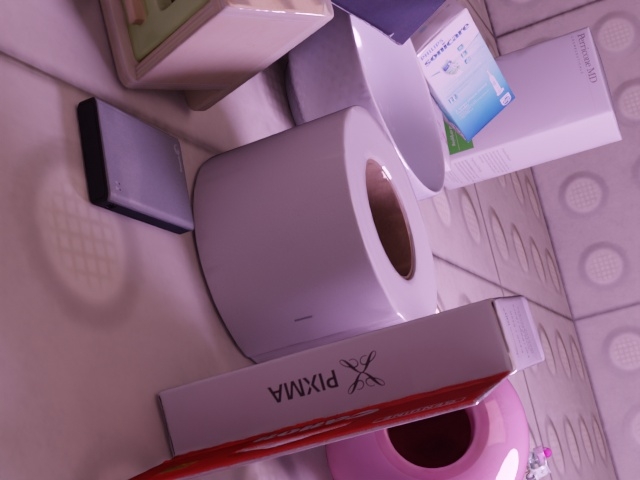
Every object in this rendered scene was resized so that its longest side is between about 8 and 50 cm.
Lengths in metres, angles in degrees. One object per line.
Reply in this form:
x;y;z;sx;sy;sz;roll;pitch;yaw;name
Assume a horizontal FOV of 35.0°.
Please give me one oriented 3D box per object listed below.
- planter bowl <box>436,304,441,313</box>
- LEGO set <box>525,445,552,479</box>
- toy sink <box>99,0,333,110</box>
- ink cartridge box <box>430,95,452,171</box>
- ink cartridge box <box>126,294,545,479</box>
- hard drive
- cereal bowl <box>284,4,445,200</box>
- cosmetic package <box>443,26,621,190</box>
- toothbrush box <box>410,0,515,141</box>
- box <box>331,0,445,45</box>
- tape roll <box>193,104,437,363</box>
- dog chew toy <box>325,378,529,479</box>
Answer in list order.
0.104;0.130;1.318;0.162;0.109;0.162;52;28;-43;planter bowl
0.491;0.536;2.007;0.287;0.107;0.132;59;24;-32;LEGO set
-0.123;-0.229;0.946;0.131;0.234;0.152;-6;79;-40;toy sink
0.164;-0.172;1.755;0.090;0.092;0.143;42;36;-55;ink cartridge box
0.006;0.114;0.790;0.261;0.296;0.066;2;71;-69;ink cartridge box
-0.161;-0.063;0.901;0.135;0.022;0.094;24;51;-65;hard drive
0.047;-0.200;1.396;0.339;0.141;0.338;-17;90;-71;cereal bowl
0.386;-0.254;2.007;0.155;0.366;0.196;33;43;-61;cosmetic package
0.196;-0.340;1.806;0.216;0.126;0.295;48;3;34;toothbrush box
0.003;-0.411;1.128;0.294;0.183;0.296;13;38;-57;box
0.000;0.000;1.061;0.246;0.169;0.246;52;29;-45;tape roll
0.110;0.230;1.106;0.332;0.207;0.206;85;-4;-69;dog chew toy
